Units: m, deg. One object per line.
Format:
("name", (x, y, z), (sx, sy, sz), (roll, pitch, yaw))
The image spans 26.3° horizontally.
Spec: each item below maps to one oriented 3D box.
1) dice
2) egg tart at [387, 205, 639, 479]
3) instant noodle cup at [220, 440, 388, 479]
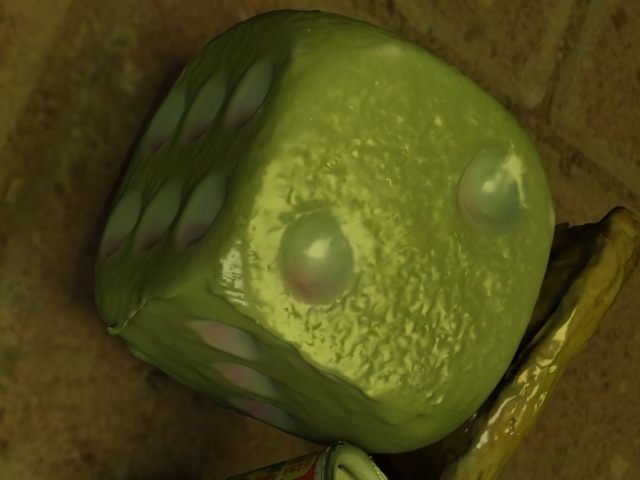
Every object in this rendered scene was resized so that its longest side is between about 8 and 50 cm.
("dice", (0.000, 0.000, 1.001), (0.249, 0.252, 0.254), (29, 71, -25))
("egg tart", (0.147, 0.097, 1.182), (0.345, 0.132, 0.345), (-53, 168, -17))
("instant noodle cup", (-0.049, 0.241, 0.988), (0.193, 0.212, 0.193), (50, 23, -31))
